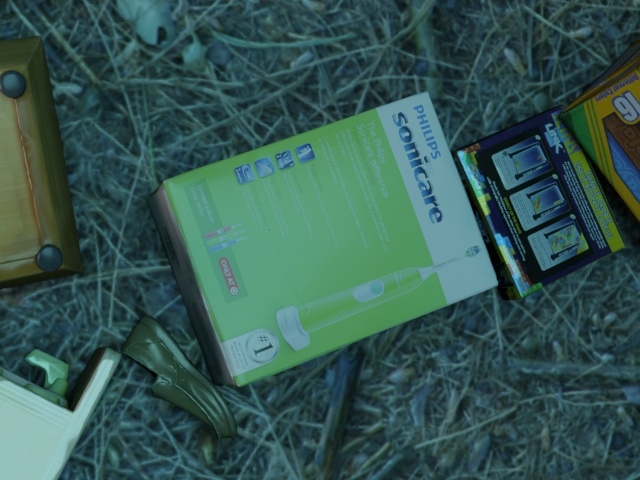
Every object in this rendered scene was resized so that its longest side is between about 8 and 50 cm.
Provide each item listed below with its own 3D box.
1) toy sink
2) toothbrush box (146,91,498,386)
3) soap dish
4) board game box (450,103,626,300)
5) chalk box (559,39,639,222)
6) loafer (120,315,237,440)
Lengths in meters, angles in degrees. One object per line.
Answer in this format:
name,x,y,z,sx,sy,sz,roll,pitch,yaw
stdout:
toy sink,-0.295,0.176,1.131,0.131,0.153,0.234,29,79,-11
toothbrush box,0.000,0.000,1.245,0.283,0.122,0.206,-21,90,-16
soap dish,-0.369,-0.049,1.127,0.291,0.118,0.229,-12,102,-18
board game box,0.228,-0.041,1.350,0.141,0.048,0.170,-24,91,-18
chalk box,0.432,-0.091,1.325,0.180,0.179,0.289,-40,96,-35
loafer,-0.139,0.141,1.230,0.050,0.056,0.148,-40,86,-15
